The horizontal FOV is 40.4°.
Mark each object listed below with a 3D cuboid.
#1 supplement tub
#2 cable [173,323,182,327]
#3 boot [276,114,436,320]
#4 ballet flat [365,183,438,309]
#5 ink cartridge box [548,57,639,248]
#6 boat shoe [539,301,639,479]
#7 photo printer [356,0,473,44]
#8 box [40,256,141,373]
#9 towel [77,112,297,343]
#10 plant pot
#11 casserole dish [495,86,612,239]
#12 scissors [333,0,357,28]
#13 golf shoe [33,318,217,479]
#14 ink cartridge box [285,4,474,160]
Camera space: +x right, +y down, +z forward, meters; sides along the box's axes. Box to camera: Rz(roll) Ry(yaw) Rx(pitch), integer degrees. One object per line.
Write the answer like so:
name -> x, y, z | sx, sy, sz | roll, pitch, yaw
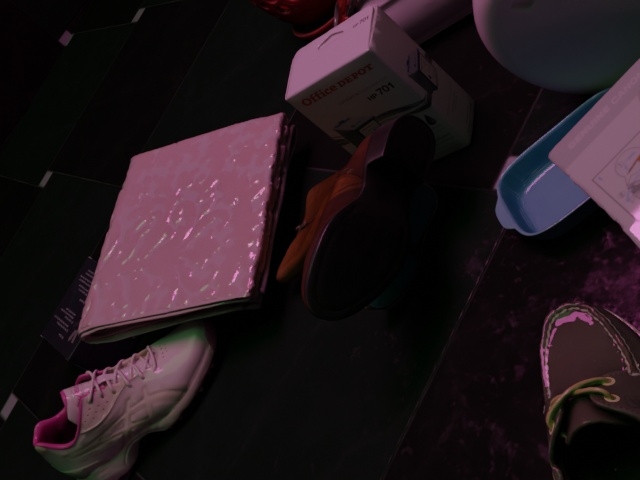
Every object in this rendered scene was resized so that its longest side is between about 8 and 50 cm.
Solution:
supplement tub -> 0.285, -0.337, 0.898 | 0.228, 0.228, 0.316 | -18, 49, 43
cable -> -0.149, 0.007, 1.317 | 0.139, 0.072, 0.287 | -15, 56, 27
boot -> 0.000, 0.000, 1.021 | 0.280, 0.096, 0.264 | -31, 36, 59
ballet flat -> 0.092, 0.012, 1.013 | 0.168, 0.057, 0.052 | -62, 5, -16
ink cartridge box -> 0.390, -0.064, 0.645 | 0.308, 0.091, 0.385 | -47, 36, 14
boat shoe -> 0.227, 0.158, 0.665 | 0.109, 0.091, 0.305 | -36, 38, 27
photo printer -> 0.176, -0.415, 1.211 | 0.307, 0.107, 0.256 | -26, 44, 37
box -> -0.362, 0.127, 1.431 | 0.156, 0.093, 0.158 | 18, 75, 55
towel -> -0.192, -0.020, 1.266 | 0.317, 0.053, 0.332 | -12, 50, 28
plant pot -> -0.027, -0.445, 1.432 | 0.191, 0.174, 0.191 | -32, 40, 32
casserole dish -> 0.260, -0.072, 0.874 | 0.188, 0.037, 0.114 | -41, 36, 20
scissors -> 0.043, -0.321, 1.231 | 0.297, 0.021, 0.109 | 166, 108, -83
golf shoe -> -0.269, 0.215, 1.199 | 0.306, 0.140, 0.115 | -49, 33, 7
ink cartridge box -> 0.073, -0.171, 1.053 | 0.139, 0.190, 0.082 | -24, 45, 39
